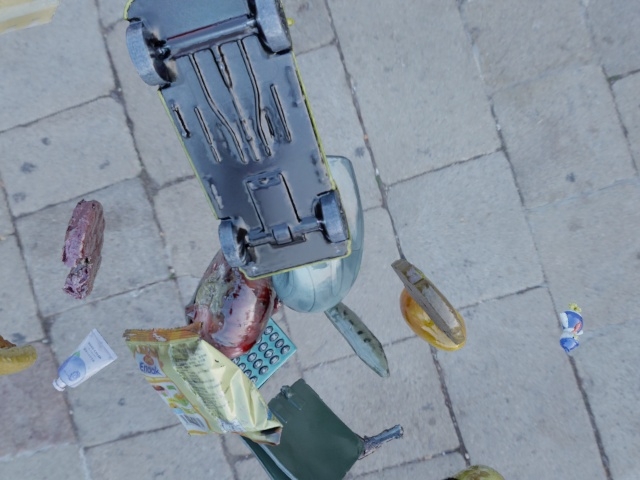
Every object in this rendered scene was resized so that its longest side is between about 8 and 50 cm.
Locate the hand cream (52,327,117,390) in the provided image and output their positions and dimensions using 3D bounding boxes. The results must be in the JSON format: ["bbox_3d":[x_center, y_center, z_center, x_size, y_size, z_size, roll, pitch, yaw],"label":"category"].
[{"bbox_3d":[-0.517,0.267,1.259,0.142,0.053,0.084,-42,78,1],"label":"hand cream"}]

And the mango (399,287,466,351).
[{"bbox_3d":[0.300,0.206,1.555,0.154,0.252,0.126,30,107,-34],"label":"mango"}]

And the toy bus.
[{"bbox_3d":[-0.072,-0.123,0.623,0.145,0.151,0.331,-13,124,8],"label":"toy bus"}]

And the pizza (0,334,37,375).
[{"bbox_3d":[-0.495,0.123,0.772,0.056,0.271,0.134,-48,44,1],"label":"pizza"}]

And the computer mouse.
[{"bbox_3d":[0.000,0.000,1.133,0.188,0.122,0.371,-20,122,-25],"label":"computer mouse"}]

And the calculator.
[{"bbox_3d":[-0.239,0.350,1.923,0.248,0.058,0.274,-41,92,-21],"label":"calculator"}]

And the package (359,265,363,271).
[{"bbox_3d":[0.058,0.048,1.640,0.071,0.047,0.131,-34,86,4],"label":"package"}]

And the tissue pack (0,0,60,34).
[{"bbox_3d":[-0.443,-0.326,0.683,0.186,0.222,0.090,48,129,-10],"label":"tissue pack"}]

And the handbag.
[{"bbox_3d":[-0.047,0.481,1.397,0.260,0.247,0.079,44,120,15],"label":"handbag"}]

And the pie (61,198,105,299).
[{"bbox_3d":[-0.503,0.016,1.238,0.054,0.204,0.219,8,120,-11],"label":"pie"}]

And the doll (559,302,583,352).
[{"bbox_3d":[0.655,0.232,1.528,0.099,0.057,0.143,42,55,-21],"label":"doll"}]

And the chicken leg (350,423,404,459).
[{"bbox_3d":[0.101,0.540,1.579,0.253,0.051,0.106,-1,94,1],"label":"chicken leg"}]

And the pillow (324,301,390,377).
[{"bbox_3d":[0.082,0.206,1.306,0.241,0.093,0.051,48,111,17],"label":"pillow"}]

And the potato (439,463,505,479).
[{"bbox_3d":[0.247,0.377,0.876,0.103,0.066,0.096,-23,74,-31],"label":"potato"}]

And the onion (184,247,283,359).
[{"bbox_3d":[-0.176,0.137,1.256,0.195,0.272,0.272,20,93,-24],"label":"onion"}]

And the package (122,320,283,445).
[{"bbox_3d":[-0.096,0.115,0.466,0.108,0.031,0.121,-12,119,40],"label":"package"}]

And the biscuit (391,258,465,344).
[{"bbox_3d":[0.235,0.126,1.245,0.041,0.290,0.208,-37,95,0],"label":"biscuit"}]
